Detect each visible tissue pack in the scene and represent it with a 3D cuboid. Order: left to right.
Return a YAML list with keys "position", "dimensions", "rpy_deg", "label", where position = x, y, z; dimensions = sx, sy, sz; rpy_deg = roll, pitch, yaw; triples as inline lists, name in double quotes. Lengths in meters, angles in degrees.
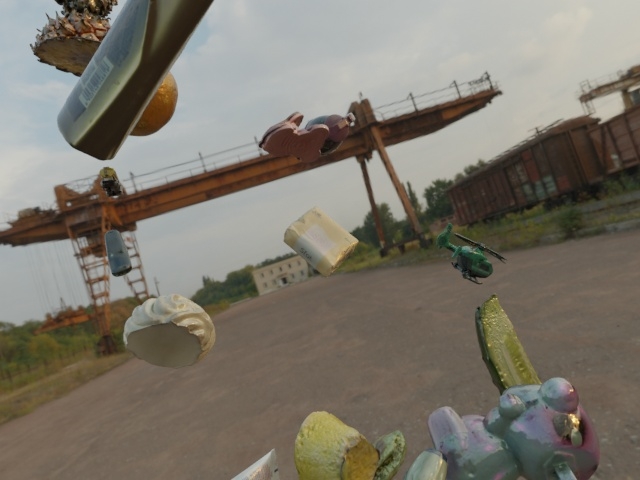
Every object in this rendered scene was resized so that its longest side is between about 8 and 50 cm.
- position: [0.000, 0.000, 1.561]
  dimensions: [0.186, 0.222, 0.090]
  rpy_deg: [-40, -13, -36]
  label: "tissue pack"

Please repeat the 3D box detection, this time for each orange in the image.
- position: [-0.340, -0.271, 0.798]
  dimensions: [0.156, 0.157, 0.134]
  rpy_deg: [-18, -14, -2]
  label: "orange"

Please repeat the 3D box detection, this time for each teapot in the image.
- position: [0.036, -0.320, 1.296]
  dimensions: [0.148, 0.116, 0.146]
  rpy_deg: [-7, 3, -23]
  label: "teapot"

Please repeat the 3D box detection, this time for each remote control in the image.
- position: [-0.735, 0.043, 1.574]
  dimensions: [0.072, 0.222, 0.042]
  rpy_deg: [-22, -38, -17]
  label: "remote control"

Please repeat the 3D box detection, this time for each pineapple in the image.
- position: [-0.610, -0.599, 1.148]
  dimensions: [0.262, 0.272, 0.262]
  rpy_deg: [-1, -2, 0]
  label: "pineapple"

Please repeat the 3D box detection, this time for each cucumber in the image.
- position: [0.498, 0.313, 1.202]
  dimensions: [0.145, 0.326, 0.105]
  rpy_deg: [-24, -2, -19]
  label: "cucumber"

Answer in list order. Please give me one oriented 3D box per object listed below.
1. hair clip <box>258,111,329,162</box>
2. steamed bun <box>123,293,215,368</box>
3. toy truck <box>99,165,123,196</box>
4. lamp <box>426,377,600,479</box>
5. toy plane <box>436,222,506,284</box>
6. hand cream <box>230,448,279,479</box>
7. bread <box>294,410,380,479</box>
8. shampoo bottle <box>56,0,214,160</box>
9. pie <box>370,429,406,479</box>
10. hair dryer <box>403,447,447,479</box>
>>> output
- position: [-0.060, -0.225, 0.992]
  dimensions: [0.138, 0.102, 0.123]
  rpy_deg: [-40, -10, -42]
  label: "hair clip"
- position: [-0.309, 0.183, 0.913]
  dimensions: [0.182, 0.183, 0.106]
  rpy_deg: [-19, 38, 8]
  label: "steamed bun"
- position: [-0.669, -0.186, 1.397]
  dimensions: [0.052, 0.063, 0.123]
  rpy_deg: [-10, -13, -16]
  label: "toy truck"
- position: [0.385, 0.411, 0.847]
  dimensions: [0.301, 0.247, 0.247]
  rpy_deg: [-22, 23, 8]
  label: "lamp"
- position: [0.364, 0.040, 1.074]
  dimensions: [0.235, 0.060, 0.096]
  rpy_deg: [24, -70, -29]
  label: "toy plane"
- position: [-0.214, 0.706, 1.235]
  dimensions: [0.083, 0.133, 0.247]
  rpy_deg: [-2, 4, 45]
  label: "hand cream"
- position: [0.034, 0.533, 1.077]
  dimensions: [0.170, 0.197, 0.197]
  rpy_deg: [-2, 8, 40]
  label: "bread"
- position: [-0.234, -0.274, 0.590]
  dimensions: [0.350, 0.126, 0.084]
  rpy_deg: [-50, -38, 15]
  label: "shampoo bottle"
- position: [0.160, 0.661, 1.281]
  dimensions: [0.248, 0.090, 0.201]
  rpy_deg: [-47, -9, -8]
  label: "pie"
- position: [0.164, 0.474, 0.754]
  dimensions: [0.067, 0.199, 0.167]
  rpy_deg: [21, 44, 33]
  label: "hair dryer"
